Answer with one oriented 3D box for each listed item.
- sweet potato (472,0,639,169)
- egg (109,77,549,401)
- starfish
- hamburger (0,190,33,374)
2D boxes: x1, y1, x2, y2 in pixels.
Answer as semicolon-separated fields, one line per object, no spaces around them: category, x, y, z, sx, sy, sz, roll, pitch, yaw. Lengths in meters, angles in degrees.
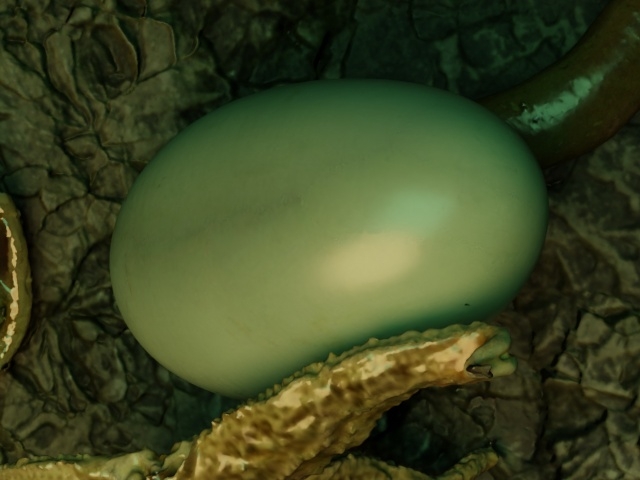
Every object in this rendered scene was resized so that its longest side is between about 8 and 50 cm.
sweet potato;0.167;-0.107;1.063;0.346;0.079;0.108;-27;55;13
egg;0.000;0.000;0.991;0.371;0.230;0.230;-14;87;42
starfish;-0.024;0.173;0.996;0.432;0.324;0.082;-20;60;18
hamburger;-0.360;0.080;1.130;0.288;0.167;0.192;-23;85;12
